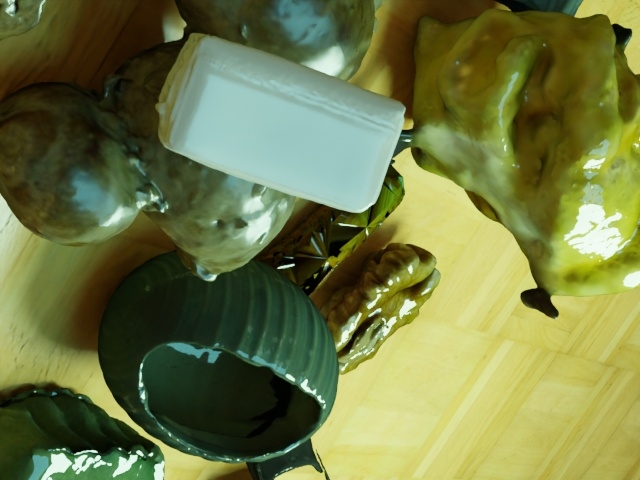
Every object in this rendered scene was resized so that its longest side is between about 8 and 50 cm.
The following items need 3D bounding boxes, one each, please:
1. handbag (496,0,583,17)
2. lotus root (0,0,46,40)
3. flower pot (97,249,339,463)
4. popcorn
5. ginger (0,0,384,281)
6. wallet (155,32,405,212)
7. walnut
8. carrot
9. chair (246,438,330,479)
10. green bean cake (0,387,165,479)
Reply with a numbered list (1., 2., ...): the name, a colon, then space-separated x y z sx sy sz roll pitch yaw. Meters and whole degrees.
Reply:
1. handbag: 0.213 -0.318 1.391 0.332 0.075 0.191 15 106 -55
2. lotus root: -0.216 -0.188 0.903 0.159 0.135 0.095 -37 150 0
3. flower pot: -0.092 0.105 1.301 0.189 0.157 0.243 -41 132 19
4. popcorn: 0.225 -0.111 1.407 0.281 0.297 0.316 -49 121 -10
5. ginger: -0.074 -0.129 1.101 0.375 0.176 0.256 -50 134 -4
6. wallet: -0.030 -0.084 1.028 0.190 0.033 0.095 15 95 -29
7. walnut: 0.060 0.069 1.594 0.170 0.069 0.143 -42 150 -15
8. carrot: 0.001 0.001 1.446 0.229 0.069 0.069 -42 149 -19
9. chair: -0.064 0.307 1.654 0.145 0.221 0.140 -19 173 38
10. green bean cake: -0.261 0.257 1.303 0.227 0.125 0.222 -58 147 7
